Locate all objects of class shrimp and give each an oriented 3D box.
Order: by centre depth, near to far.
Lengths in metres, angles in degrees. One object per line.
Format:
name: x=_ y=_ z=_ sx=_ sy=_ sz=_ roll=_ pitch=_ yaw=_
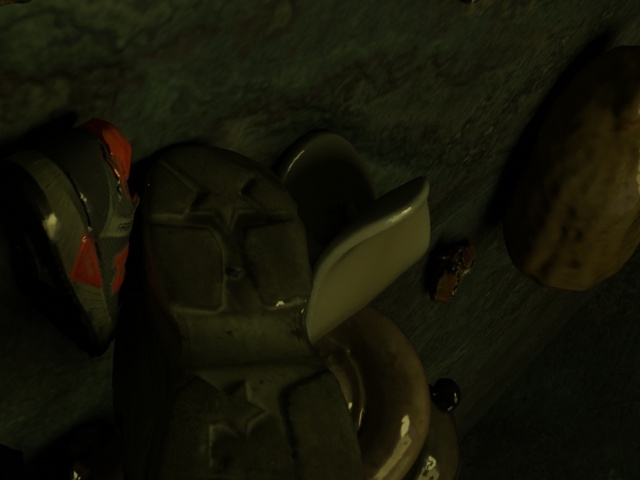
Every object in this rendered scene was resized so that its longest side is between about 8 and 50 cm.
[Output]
shrimp: x=0.167 y=0.033 z=1.395 sx=0.091 sy=0.043 sz=0.184 roll=-53 pitch=167 yaw=-4

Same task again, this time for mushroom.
mushroom: x=-0.003 y=0.148 z=1.019 sx=0.204 sy=0.204 sz=0.204 roll=-40 pitch=160 yaw=-18

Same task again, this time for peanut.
peanut: x=0.333 y=-0.078 z=1.322 sx=0.192 sy=0.169 sz=0.387 roll=-43 pitch=161 yaw=-28

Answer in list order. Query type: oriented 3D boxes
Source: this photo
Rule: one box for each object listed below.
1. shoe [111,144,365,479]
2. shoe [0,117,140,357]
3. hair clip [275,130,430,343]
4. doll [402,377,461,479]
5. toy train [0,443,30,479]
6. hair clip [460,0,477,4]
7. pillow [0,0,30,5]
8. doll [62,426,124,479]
shoe: x=-0.068 y=0.130 z=0.724 sx=0.132 sy=0.342 sz=0.210 roll=0 pitch=151 yaw=-18
shoe: x=-0.137 y=0.003 z=0.656 sx=0.077 sy=0.074 sz=0.194 roll=-44 pitch=159 yaw=-24
hair clip: x=0.012 y=0.016 z=0.921 sx=0.172 sy=0.113 sz=0.282 roll=-35 pitch=158 yaw=-29
doll: x=-0.010 y=0.262 z=1.298 sx=0.378 sy=0.252 sz=0.382 roll=-16 pitch=160 yaw=10
toy train: x=-0.244 y=0.267 z=0.618 sx=0.188 sy=0.300 sz=0.265 roll=7 pitch=112 yaw=-49
hair clip: x=0.175 y=-0.232 z=0.855 sx=0.214 sy=0.062 sz=0.056 roll=-30 pitch=143 yaw=-43
pillow: x=-0.079 y=-0.182 z=0.461 sx=0.255 sy=0.034 sz=0.189 roll=-22 pitch=149 yaw=-51
doll: x=-0.170 y=0.270 z=0.961 sx=0.235 sy=0.174 sz=0.330 roll=-45 pitch=168 yaw=-40
